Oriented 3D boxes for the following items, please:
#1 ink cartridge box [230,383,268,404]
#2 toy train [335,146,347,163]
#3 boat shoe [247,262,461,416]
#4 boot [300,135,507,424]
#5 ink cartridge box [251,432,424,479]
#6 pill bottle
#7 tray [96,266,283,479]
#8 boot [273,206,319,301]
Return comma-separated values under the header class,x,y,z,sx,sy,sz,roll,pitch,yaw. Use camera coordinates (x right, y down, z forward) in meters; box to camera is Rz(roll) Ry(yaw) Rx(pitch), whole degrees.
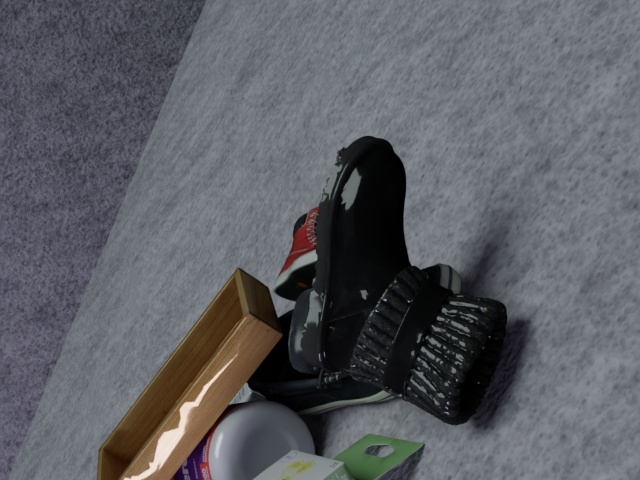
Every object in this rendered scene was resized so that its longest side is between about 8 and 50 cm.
class,x,y,z,sx,sy,sz,roll,pitch,yaw
ink cartridge box,-0.186,0.317,2.212,0.275,0.060,0.239,-55,24,25
toy train,0.041,-0.116,2.205,0.036,0.027,0.158,124,158,-48
boat shoe,0.032,0.153,1.781,0.500,0.156,0.187,-31,38,51
boot,0.126,0.049,1.534,0.260,0.131,0.348,14,100,36
ink cartridge box,0.007,0.323,1.617,0.235,0.056,0.171,-34,12,-24
pill bottle,-0.154,0.366,1.930,0.323,0.181,0.182,-22,48,59
tray,-0.219,0.255,1.877,0.411,0.076,0.203,-51,19,10
boot,0.000,0.000,2.101,0.244,0.088,0.176,-30,39,60
